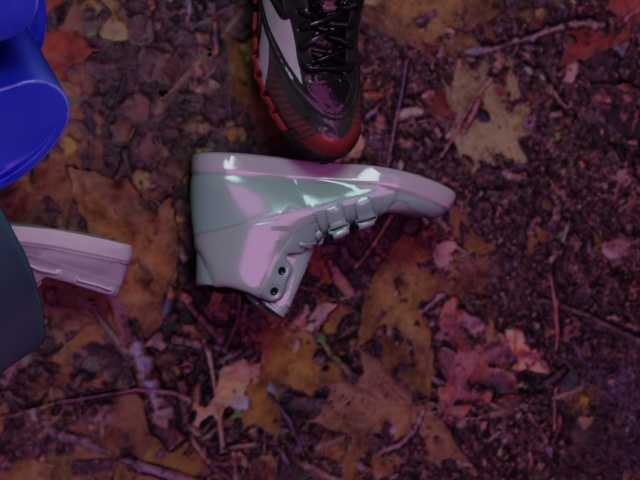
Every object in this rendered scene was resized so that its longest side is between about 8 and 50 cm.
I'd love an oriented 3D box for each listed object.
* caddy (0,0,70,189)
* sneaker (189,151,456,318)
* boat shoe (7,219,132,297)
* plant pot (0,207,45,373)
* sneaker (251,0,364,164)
[{"bbox_3d":[-0.379,-0.147,1.654,0.341,0.179,0.241,-24,127,-18],"label":"caddy"},{"bbox_3d":[-0.001,0.000,1.862,0.256,0.094,0.151,4,89,-12],"label":"sneaker"},{"bbox_3d":[-0.262,0.017,1.783,0.184,0.066,0.063,9,92,-32],"label":"boat shoe"},{"bbox_3d":[-0.325,0.017,1.566,0.165,0.165,0.234,-36,139,-8],"label":"plant pot"},{"bbox_3d":[-0.007,-0.210,1.787,0.098,0.135,0.276,-7,86,-22],"label":"sneaker"}]
